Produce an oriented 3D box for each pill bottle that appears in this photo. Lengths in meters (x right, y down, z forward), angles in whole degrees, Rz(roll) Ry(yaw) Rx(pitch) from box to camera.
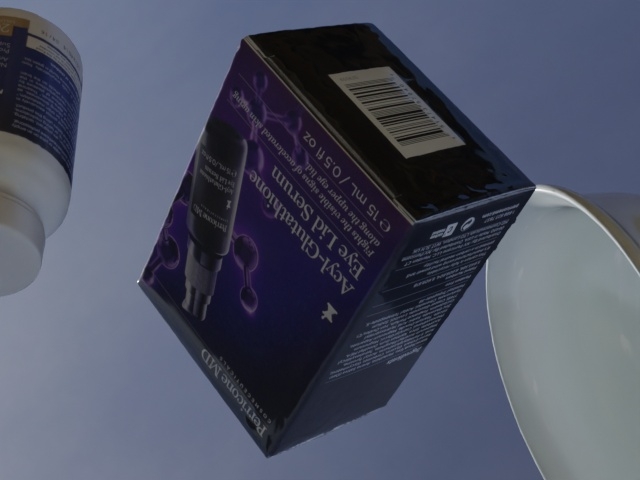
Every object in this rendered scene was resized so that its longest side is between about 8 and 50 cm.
[{"bbox_3d":[-0.138,-0.038,0.489,0.067,0.067,0.120,-17,-132,14],"label":"pill bottle"}]

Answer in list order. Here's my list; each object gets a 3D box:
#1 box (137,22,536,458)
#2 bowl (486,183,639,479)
[{"bbox_3d":[0.000,0.000,0.677,0.108,0.207,0.153,-16,-125,-43],"label":"box"},{"bbox_3d":[0.246,0.088,0.825,0.134,0.298,0.298,-17,-134,-14],"label":"bowl"}]
